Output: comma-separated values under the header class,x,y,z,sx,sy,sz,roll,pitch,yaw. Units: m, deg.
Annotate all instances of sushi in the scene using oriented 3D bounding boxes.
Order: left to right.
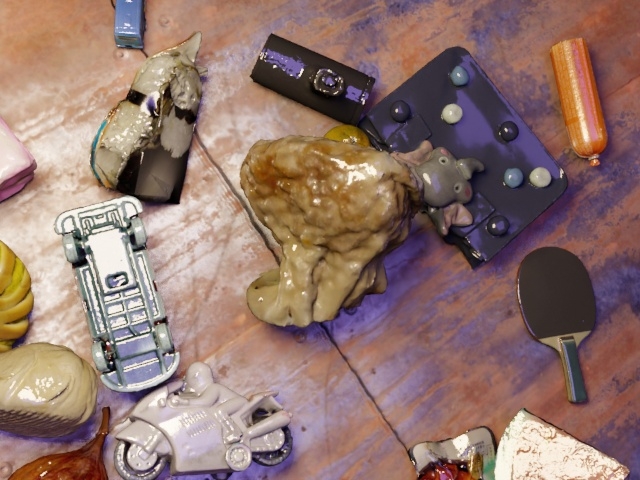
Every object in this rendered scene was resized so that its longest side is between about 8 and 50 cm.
class,x,y,z,sx,sy,sz,roll,pitch,yaw
sushi,-0.260,-0.194,1.162,0.109,0.134,0.273,11,86,17

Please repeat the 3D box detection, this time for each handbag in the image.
class,x,y,z,sx,sy,sz,roll,pitch,yaw
handbag,0.234,-0.134,1.299,0.269,0.118,0.326,-41,91,-18

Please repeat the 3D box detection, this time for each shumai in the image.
class,x,y,z,sx,sy,sz,roll,pitch,yaw
shumai,0.000,0.000,1.109,0.266,0.314,0.263,18,80,-26

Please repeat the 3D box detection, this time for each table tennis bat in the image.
class,x,y,z,sx,sy,sz,roll,pitch,yaw
table tennis bat,0.423,0.145,1.352,0.154,0.021,0.275,-6,80,-17

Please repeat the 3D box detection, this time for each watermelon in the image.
class,x,y,z,sx,sy,sz,roll,pitch,yaw
watermelon,0.382,0.368,1.239,0.202,0.136,0.208,-10,79,13

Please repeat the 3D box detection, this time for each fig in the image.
class,x,y,z,sx,sy,sz,roll,pitch,yaw
fig,-0.325,0.324,1.043,0.146,0.133,0.201,46,62,-14

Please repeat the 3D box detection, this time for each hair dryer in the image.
class,x,y,z,sx,sy,sz,roll,pitch,yaw
hair dryer,-0.001,-0.247,1.180,0.197,0.251,0.089,23,97,-10

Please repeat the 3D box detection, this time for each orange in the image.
class,x,y,z,sx,sy,sz,roll,pitch,yaw
orange,0.039,-0.147,1.249,0.085,0.095,0.085,5,72,-16

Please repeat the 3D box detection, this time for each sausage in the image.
class,x,y,z,sx,sy,sz,roll,pitch,yaw
sausage,0.477,-0.249,1.412,0.071,0.071,0.234,-7,83,-18

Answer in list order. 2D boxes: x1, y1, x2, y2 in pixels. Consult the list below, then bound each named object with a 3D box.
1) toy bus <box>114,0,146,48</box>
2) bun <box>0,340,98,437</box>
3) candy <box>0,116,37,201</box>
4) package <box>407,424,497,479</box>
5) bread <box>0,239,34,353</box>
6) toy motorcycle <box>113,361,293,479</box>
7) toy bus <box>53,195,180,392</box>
class,x,y,z,sx,sy,sz,roll,pitch,yaw
toy bus,-0.296,-0.380,1.208,0.051,0.061,0.153,3,81,-11
bun,-0.375,0.193,1.025,0.173,0.167,0.114,0,62,7
candy,-0.533,-0.160,1.071,0.155,0.116,0.265,-37,90,-16
package,0.227,0.422,1.234,0.166,0.040,0.232,-4,83,-18
bread,-0.487,0.091,1.026,0.213,0.104,0.214,-4,97,-34
toy motorcycle,-0.168,0.258,1.114,0.260,0.110,0.171,-1,69,-22
toy bus,-0.283,0.080,1.097,0.121,0.120,0.265,-16,86,-15
